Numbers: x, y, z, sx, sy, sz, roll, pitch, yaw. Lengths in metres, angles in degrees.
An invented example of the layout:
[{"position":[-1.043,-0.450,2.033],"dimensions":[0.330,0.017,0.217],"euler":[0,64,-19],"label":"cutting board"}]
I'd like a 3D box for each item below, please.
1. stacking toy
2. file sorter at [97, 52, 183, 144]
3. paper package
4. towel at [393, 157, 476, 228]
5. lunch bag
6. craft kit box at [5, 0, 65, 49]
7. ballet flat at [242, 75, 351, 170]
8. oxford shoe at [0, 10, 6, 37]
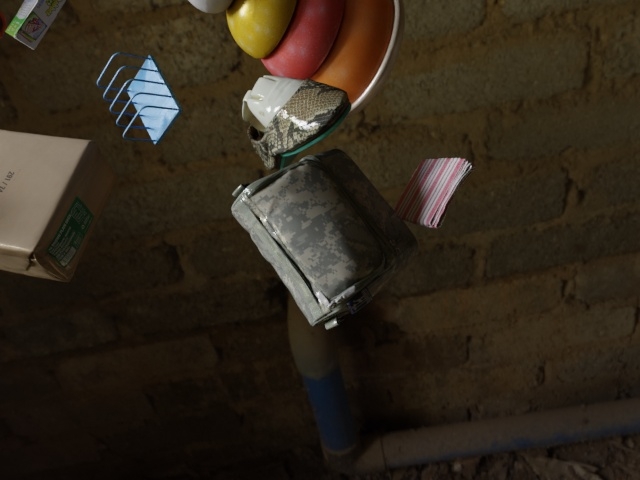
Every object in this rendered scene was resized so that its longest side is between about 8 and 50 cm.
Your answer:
[{"position":[-0.082,-0.501,1.460],"dimensions":[0.480,0.351,0.350],"euler":[17,28,-33],"label":"stacking toy"},{"position":[-0.413,-0.321,1.478],"dimensions":[0.104,0.118,0.170],"euler":[-7,60,-50],"label":"file sorter"},{"position":[-0.708,-0.093,1.612],"dimensions":[0.309,0.168,0.325],"euler":[8,62,18],"label":"paper package"},{"position":[0.214,-0.093,1.281],"dimensions":[0.144,0.029,0.197],"euler":[-59,18,-3],"label":"towel"},{"position":[0.000,0.000,1.234],"dimensions":[0.305,0.212,0.256],"euler":[53,40,10],"label":"lunch bag"},{"position":[-0.654,-0.579,1.561],"dimensions":[0.247,0.061,0.250],"euler":[-55,35,-1],"label":"craft kit box"},{"position":[-0.088,-0.260,1.405],"dimensions":[0.164,0.182,0.483],"euler":[-50,10,-11],"label":"ballet flat"},{"position":[-0.615,-0.304,1.000],"dimensions":[0.271,0.097,0.098],"euler":[-26,52,-4],"label":"oxford shoe"}]
